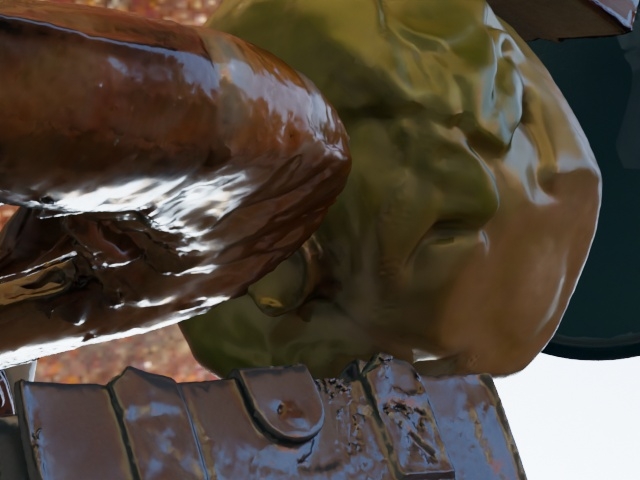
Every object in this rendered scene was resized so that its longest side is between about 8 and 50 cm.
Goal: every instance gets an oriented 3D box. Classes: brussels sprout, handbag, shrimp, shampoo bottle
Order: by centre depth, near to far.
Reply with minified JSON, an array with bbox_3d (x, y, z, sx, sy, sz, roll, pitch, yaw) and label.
[{"bbox_3d":[-0.011,0.124,0.578,0.062,0.229,0.179,-46,-130,45],"label":"handbag"},{"bbox_3d":[-0.161,-0.019,0.640,0.272,0.445,0.085,-35,-114,21],"label":"shrimp"},{"bbox_3d":[0.024,-0.046,0.958,0.328,0.247,0.328,1,-89,51],"label":"brussels sprout"},{"bbox_3d":[0.270,-0.082,1.418,0.331,0.343,0.331,2,-80,12],"label":"shampoo bottle"}]

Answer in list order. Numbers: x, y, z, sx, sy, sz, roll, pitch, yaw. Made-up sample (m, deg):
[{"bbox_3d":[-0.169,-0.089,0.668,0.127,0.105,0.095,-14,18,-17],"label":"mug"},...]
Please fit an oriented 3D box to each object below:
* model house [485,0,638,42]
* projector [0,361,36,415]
[{"bbox_3d":[0.142,-0.292,1.116,0.178,0.271,0.206,5,-105,50],"label":"model house"},{"bbox_3d":[-0.317,0.165,1.066,0.079,0.257,0.259,7,-94,31],"label":"projector"}]
